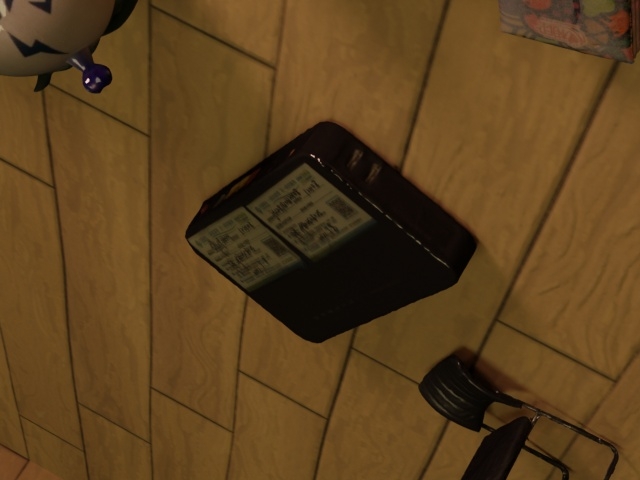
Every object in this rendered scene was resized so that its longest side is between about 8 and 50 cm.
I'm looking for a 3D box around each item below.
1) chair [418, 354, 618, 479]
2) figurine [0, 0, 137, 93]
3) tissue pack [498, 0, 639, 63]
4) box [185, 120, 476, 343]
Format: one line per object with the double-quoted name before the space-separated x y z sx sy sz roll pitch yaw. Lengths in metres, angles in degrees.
"chair" 0.197 0.249 1.762 0.221 0.145 0.140 36 153 -4
"figurine" -0.325 -0.284 1.358 0.382 0.186 0.261 39 140 -23
"tissue pack" 0.179 -0.201 1.100 0.108 0.060 0.148 21 151 25
"box" 0.000 0.000 1.645 0.211 0.058 0.350 41 153 -13
